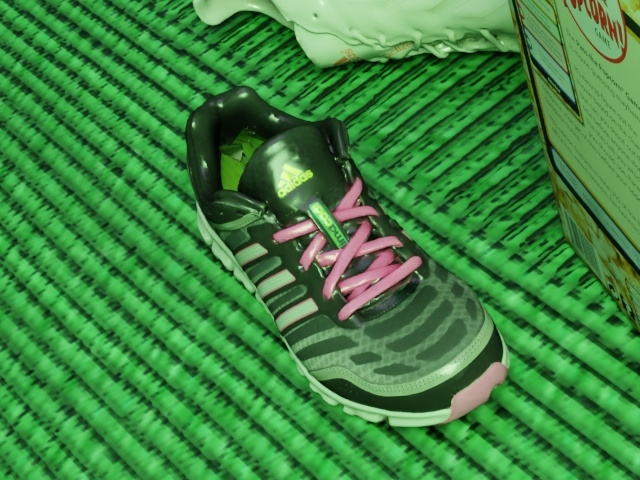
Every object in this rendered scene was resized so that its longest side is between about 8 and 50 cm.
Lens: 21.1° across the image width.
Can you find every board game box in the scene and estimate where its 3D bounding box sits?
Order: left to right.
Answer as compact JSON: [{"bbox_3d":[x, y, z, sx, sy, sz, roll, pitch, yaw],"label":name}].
[{"bbox_3d":[0.109,-0.031,0.512,0.045,0.193,0.146,-27,45,-6],"label":"board game box"}]

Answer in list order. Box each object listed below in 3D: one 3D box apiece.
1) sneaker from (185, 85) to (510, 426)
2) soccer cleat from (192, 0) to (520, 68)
[{"bbox_3d":[0.000,0.000,0.608,0.063,0.074,0.170,-34,46,-13],"label":"sneaker"},{"bbox_3d":[0.033,-0.098,0.705,0.196,0.068,0.076,20,72,36],"label":"soccer cleat"}]
